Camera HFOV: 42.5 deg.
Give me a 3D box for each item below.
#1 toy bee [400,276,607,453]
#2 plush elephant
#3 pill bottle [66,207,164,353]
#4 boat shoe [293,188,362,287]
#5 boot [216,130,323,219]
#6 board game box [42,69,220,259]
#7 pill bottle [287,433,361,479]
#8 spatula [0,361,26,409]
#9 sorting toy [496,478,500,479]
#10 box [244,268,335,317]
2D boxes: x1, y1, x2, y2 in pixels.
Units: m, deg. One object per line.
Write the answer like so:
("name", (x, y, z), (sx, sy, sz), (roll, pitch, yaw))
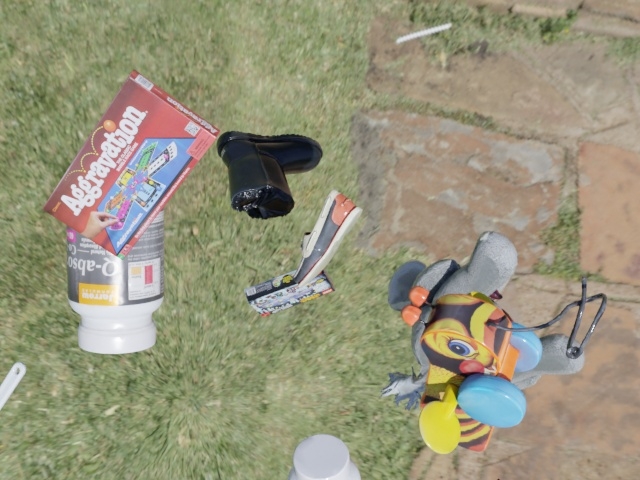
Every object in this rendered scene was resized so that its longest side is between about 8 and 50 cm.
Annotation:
("toy bee", (0.158, 0.110, 0.878), (0.162, 0.298, 0.195), (25, 32, 6))
("plush elephant", (0.250, 0.127, 1.400), (0.330, 0.255, 0.272), (-38, 102, 24))
("pill bottle", (-0.348, 0.042, 1.407), (0.162, 0.162, 0.278), (0, 98, -9))
("boat shoe", (0.000, 0.000, 0.994), (0.043, 0.137, 0.049), (38, 32, 9))
("boot", (-0.087, -0.129, 1.710), (0.247, 0.094, 0.207), (4, 45, -28))
("board game box", (-0.281, -0.101, 1.199), (0.145, 0.281, 0.027), (35, 32, -13))
("pill bottle", (0.009, 0.431, 1.381), (0.124, 0.221, 0.124), (-4, 39, 3))
("spatula", (-0.454, 0.199, 0.980), (0.168, 0.019, 0.242), (39, 103, 20))
("sorting toy", (0.301, 0.487, 1.505), (0.132, 0.274, 0.046), (-42, 69, -5))
("box", (-0.050, 0.084, 1.389), (0.137, 0.094, 0.027), (-21, 66, 5))
